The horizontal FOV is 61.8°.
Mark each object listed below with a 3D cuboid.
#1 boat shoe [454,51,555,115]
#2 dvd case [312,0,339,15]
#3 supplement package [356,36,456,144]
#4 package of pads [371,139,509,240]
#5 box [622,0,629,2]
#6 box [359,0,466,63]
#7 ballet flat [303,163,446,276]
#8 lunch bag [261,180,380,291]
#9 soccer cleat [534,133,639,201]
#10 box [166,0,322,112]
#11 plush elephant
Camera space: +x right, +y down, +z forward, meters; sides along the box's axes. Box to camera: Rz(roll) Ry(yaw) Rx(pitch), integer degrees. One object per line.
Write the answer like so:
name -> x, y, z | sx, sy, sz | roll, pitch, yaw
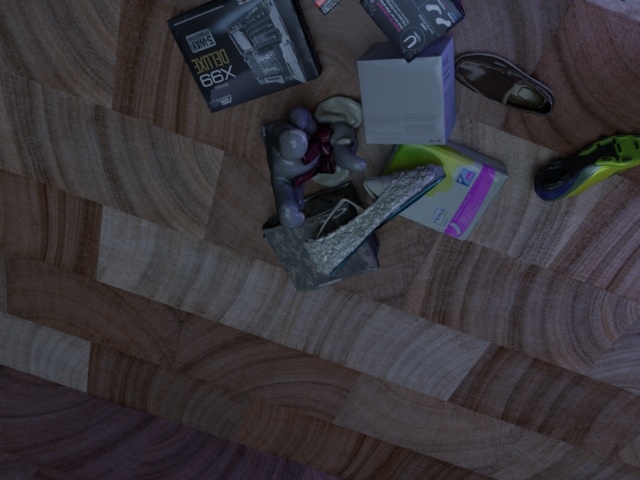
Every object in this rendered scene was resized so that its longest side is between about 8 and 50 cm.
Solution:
boat shoe -> 0.432, -0.363, 1.249 | 0.257, 0.095, 0.095 | 19, 125, -3
dvd case -> 0.001, -0.592, 1.222 | 0.087, 0.013, 0.119 | -35, 113, 29
supplement package -> 0.207, -0.347, 1.249 | 0.194, 0.149, 0.203 | 5, 126, 23
package of pads -> 0.305, -0.148, 1.419 | 0.296, 0.101, 0.229 | 22, 124, -4
box -> 0.541, -0.648, 0.961 | 0.168, 0.215, 0.345 | -27, 116, 25
box -> 0.188, -0.501, 1.106 | 0.142, 0.247, 0.163 | -36, 111, 28
ballet flat -> 0.118, -0.074, 1.332 | 0.409, 0.147, 0.147 | -41, 110, 12
lunch bag -> 0.000, 0.000, 1.535 | 0.286, 0.169, 0.235 | -20, 117, 17
soccer cleat -> 0.686, -0.180, 1.351 | 0.288, 0.094, 0.121 | -21, 148, 18
box -> -0.179, -0.472, 1.298 | 0.307, 0.077, 0.243 | -12, 121, 18
plush elephant -> -0.003, -0.220, 1.347 | 0.255, 0.330, 0.272 | -7, 127, -13
